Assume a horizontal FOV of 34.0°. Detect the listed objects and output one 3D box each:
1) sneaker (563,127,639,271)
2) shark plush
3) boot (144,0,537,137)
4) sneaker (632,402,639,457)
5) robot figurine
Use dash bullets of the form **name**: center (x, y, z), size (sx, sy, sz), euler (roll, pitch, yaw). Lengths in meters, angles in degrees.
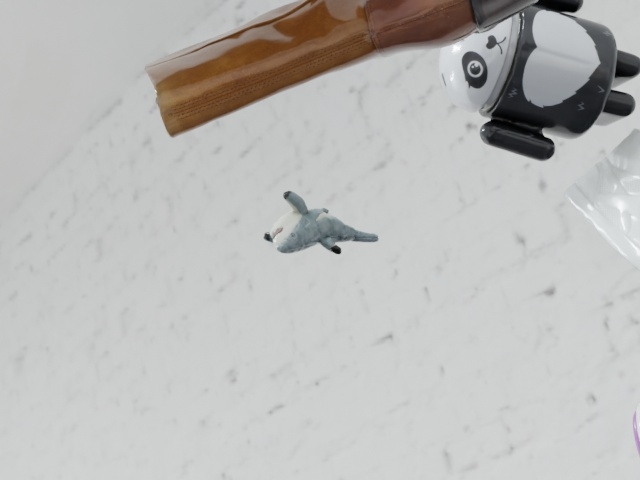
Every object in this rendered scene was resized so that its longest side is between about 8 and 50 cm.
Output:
- **sneaker**: center (0.467, -0.040, 1.400), size (0.169, 0.292, 0.108), euler (-48, -46, 14)
- **shark plush**: center (0.000, 0.000, 1.282), size (0.161, 0.067, 0.073), euler (18, -65, -44)
- **boot**: center (0.002, -0.165, 0.815), size (0.280, 0.264, 0.096), euler (-23, -63, 2)
- **sneaker**: center (0.519, 0.231, 1.437), size (0.152, 0.305, 0.114), euler (-15, -56, 34)
- **robot figurine**: center (0.306, -0.241, 1.473), size (0.278, 0.209, 0.174), euler (14, -46, -9)
